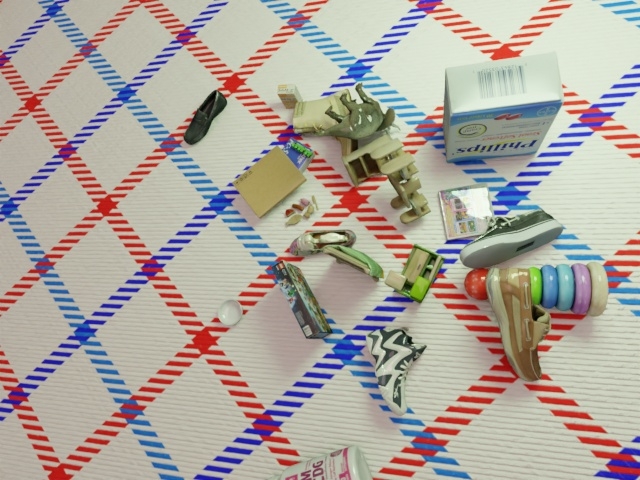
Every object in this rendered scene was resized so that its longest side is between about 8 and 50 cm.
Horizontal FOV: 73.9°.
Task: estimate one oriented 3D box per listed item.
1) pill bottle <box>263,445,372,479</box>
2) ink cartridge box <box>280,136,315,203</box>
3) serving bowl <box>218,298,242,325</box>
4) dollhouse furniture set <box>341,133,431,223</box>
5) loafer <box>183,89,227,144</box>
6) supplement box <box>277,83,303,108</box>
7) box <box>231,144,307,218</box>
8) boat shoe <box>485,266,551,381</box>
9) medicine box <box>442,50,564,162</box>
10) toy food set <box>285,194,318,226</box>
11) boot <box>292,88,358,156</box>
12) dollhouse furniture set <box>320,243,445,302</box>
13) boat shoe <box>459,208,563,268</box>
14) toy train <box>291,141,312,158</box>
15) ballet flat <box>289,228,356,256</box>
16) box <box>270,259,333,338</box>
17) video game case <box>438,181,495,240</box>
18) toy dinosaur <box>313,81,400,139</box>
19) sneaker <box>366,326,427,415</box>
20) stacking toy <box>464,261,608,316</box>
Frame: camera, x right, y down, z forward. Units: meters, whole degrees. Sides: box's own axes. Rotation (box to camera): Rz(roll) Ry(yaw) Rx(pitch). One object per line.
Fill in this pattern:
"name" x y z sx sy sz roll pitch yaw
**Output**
"pill bottle" -0.011 0.667 1.126 0.283 0.160 0.160 -23 72 8
"ink cartridge box" -0.116 -0.235 1.430 0.097 0.046 0.207 34 87 18
"serving bowl" -0.286 0.232 1.372 0.084 0.027 0.083 -3 77 14
"dollhouse furniture set" 0.186 -0.183 1.260 0.161 0.212 0.242 -27 45 5
"loafer" -0.428 -0.450 1.545 0.076 0.078 0.223 36 88 20
"supplement box" -0.104 -0.493 1.461 0.062 0.098 0.036 3 78 16
"box" -0.169 -0.193 1.397 0.201 0.021 0.164 -39 73 2
"boat shoe" 0.512 0.213 1.062 0.117 0.123 0.324 -15 108 29
"medicine box" 0.481 -0.351 1.175 0.264 0.289 0.149 -4 74 14
"toy food set" -0.065 -0.100 1.401 0.122 0.019 0.077 -22 72 17
"boot" 0.013 -0.364 1.401 0.204 0.095 0.261 -9 73 12
"dollhouse furniture set" 0.182 0.042 1.207 0.302 0.197 0.151 25 86 18
"boat shoe" 0.502 -0.017 1.159 0.307 0.113 0.104 -20 54 -8
"toy train" -0.060 -0.299 1.399 0.083 0.017 0.023 37 77 17
"ballet flat" 0.000 0.000 1.327 0.222 0.079 0.076 -8 76 13
"box" -0.052 0.177 1.255 0.044 0.159 0.233 -31 72 8
"video game case" 0.437 -0.087 1.267 0.143 0.019 0.157 -10 76 12
"toy dinosaur" 0.118 -0.367 1.273 0.314 0.121 0.160 -31 75 -39
"sneaker" 0.233 0.348 1.174 0.153 0.094 0.234 -23 62 17
"stacking toy" 0.557 0.119 1.132 0.331 0.141 0.141 2 77 19
